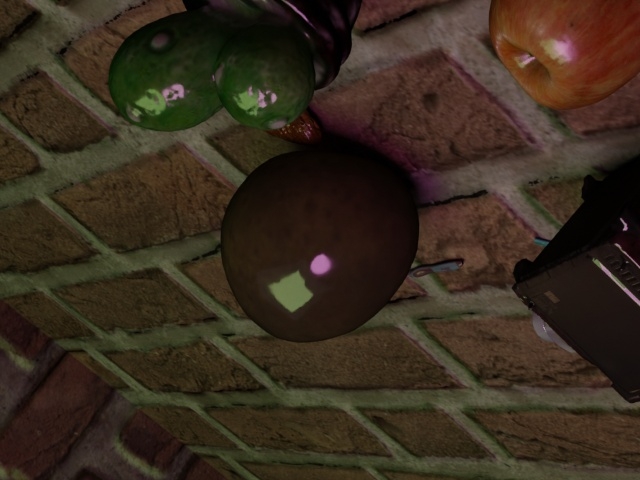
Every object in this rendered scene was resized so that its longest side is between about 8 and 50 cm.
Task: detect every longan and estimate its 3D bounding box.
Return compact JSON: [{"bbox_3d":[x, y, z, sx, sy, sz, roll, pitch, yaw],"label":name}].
[{"bbox_3d":[0.000,0.000,1.777,0.246,0.246,0.215,20,168,33],"label":"longan"}]

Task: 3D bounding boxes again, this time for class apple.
[{"bbox_3d":[0.203,-0.178,1.223,0.146,0.131,0.146,34,163,12],"label":"apple"}]

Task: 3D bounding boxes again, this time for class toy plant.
[{"bbox_3d":[-0.073,-0.193,1.446,0.218,0.235,0.175,14,150,42],"label":"toy plant"}]

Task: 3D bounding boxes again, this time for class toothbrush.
[{"bbox_3d":[0.129,0.041,1.955,0.013,0.019,0.193,41,156,-16],"label":"toothbrush"}]

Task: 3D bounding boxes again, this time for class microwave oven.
[{"bbox_3d":[0.320,0.015,1.401,0.178,0.188,0.247,41,162,-3],"label":"microwave oven"}]

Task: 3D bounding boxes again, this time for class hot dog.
[{"bbox_3d":[-0.031,-0.134,1.786,0.083,0.035,0.058,18,154,35],"label":"hot dog"}]

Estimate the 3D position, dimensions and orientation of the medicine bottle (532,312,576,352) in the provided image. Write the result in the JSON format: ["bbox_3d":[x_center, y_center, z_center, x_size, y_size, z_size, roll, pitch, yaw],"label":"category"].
[{"bbox_3d":[0.290,0.085,1.735,0.055,0.074,0.118,39,158,-15],"label":"medicine bottle"}]

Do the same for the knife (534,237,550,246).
[{"bbox_3d":[0.272,0.008,1.692,0.091,0.005,0.014,15,154,39],"label":"knife"}]
